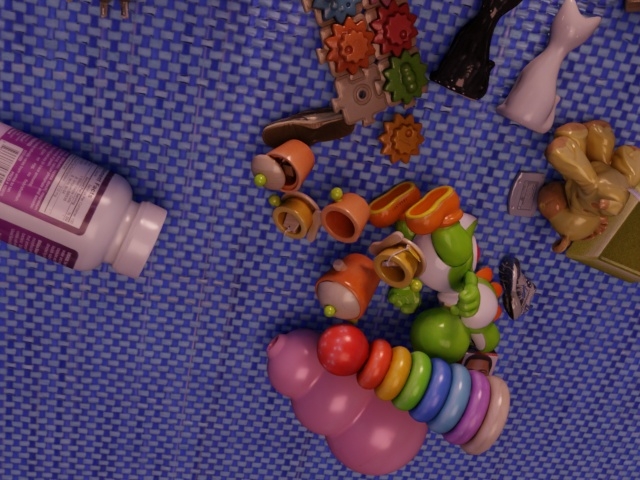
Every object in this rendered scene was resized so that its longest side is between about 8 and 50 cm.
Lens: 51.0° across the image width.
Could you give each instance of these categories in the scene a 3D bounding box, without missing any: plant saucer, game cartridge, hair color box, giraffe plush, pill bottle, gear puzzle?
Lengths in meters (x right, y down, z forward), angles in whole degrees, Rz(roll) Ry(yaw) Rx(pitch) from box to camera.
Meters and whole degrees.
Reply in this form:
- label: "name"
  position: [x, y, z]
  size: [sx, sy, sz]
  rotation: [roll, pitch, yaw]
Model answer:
- label: "plant saucer"
  position: [0.576, -0.011, 1.225]
  size: [0.188, 0.045, 0.188]
  rotation: [19, 111, -24]
- label: "game cartridge"
  position: [0.367, -0.084, 1.204]
  size: [0.056, 0.017, 0.083]
  rotation: [4, 114, -11]
- label: "hair color box"
  position: [0.298, 0.276, 1.348]
  size: [0.072, 0.043, 0.141]
  rotation: [8, 113, -8]
- label: "giraffe plush"
  position: [0.447, -0.076, 1.144]
  size: [0.182, 0.210, 0.170]
  rotation: [-13, 152, -26]
- label: "pill bottle"
  position: [-0.407, -0.052, 1.058]
  size: [0.302, 0.169, 0.169]
  rotation: [25, 110, -16]
- label: "gear puzzle"
  position: [0.092, -0.269, 1.046]
  size: [0.176, 0.044, 0.338]
  rotation: [-26, 116, -16]

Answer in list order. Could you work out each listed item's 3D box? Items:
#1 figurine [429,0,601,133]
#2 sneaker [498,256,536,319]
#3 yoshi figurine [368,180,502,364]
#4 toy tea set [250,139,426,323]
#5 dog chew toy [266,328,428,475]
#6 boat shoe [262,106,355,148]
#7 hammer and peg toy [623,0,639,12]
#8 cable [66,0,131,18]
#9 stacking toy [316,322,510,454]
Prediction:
- label: "figurine"
  position: [0.315, -0.305, 1.062]
  size: [0.215, 0.092, 0.209]
  rotation: [22, 107, -16]
- label: "sneaker"
  position: [0.376, 0.084, 1.269]
  size: [0.058, 0.052, 0.135]
  rotation: [-19, 123, -8]
- label: "yoshi figurine"
  position: [0.202, 0.088, 1.183]
  size: [0.203, 0.203, 0.362]
  rotation: [-19, 119, 21]
- label: "toy tea set"
  position: [0.000, 0.000, 1.089]
  size: [0.336, 0.124, 0.200]
  rotation: [44, 142, -4]
- label: "dog chew toy"
  position: [0.040, 0.287, 1.249]
  size: [0.332, 0.206, 0.206]
  rotation: [38, 106, -12]
- label: "boat shoe"
  position: [-0.022, -0.186, 1.100]
  size: [0.152, 0.049, 0.056]
  rotation: [-8, 134, -7]
- label: "hammer and peg toy"
  position: [0.497, -0.405, 0.885]
  size: [0.128, 0.361, 0.265]
  rotation: [0, 115, 17]
- label: "cable"
  position: [-0.309, -0.470, 0.953]
  size: [0.140, 0.072, 0.287]
  rotation: [18, 100, 5]
- label: "stacking toy"
  position: [0.146, 0.240, 1.142]
  size: [0.331, 0.141, 0.141]
  rotation: [24, 110, -6]
